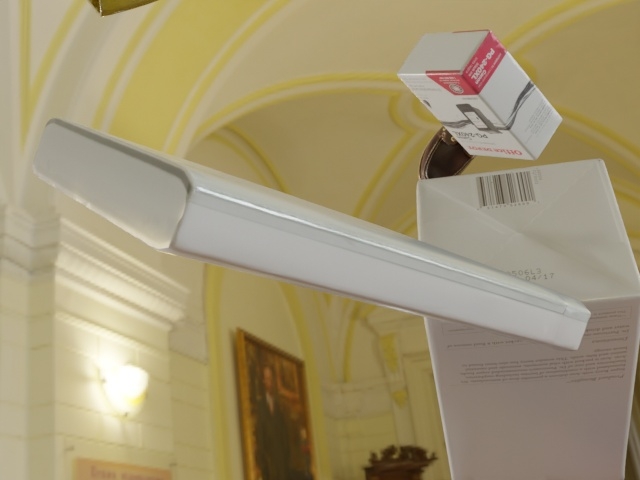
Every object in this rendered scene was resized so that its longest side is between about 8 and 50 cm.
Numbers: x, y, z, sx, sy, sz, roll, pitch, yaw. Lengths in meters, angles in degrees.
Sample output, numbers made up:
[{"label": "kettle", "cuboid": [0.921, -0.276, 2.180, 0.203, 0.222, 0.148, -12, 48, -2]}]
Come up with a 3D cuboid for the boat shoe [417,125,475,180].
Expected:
[{"label": "boat shoe", "cuboid": [0.227, -0.169, 1.268, 0.073, 0.207, 0.073, 34, -5, -6]}]

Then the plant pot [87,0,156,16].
[{"label": "plant pot", "cuboid": [-0.271, -0.476, 1.202, 0.187, 0.212, 0.212, -14, -52, -23]}]

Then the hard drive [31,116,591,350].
[{"label": "hard drive", "cuboid": [0.000, 0.000, 0.511, 0.308, 0.040, 0.203, 17, 4, -38]}]

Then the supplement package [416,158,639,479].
[{"label": "supplement package", "cuboid": [0.198, 0.093, 0.793, 0.178, 0.175, 0.293, -6, -46, 9]}]

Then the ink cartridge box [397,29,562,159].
[{"label": "ink cartridge box", "cuboid": [0.176, -0.157, 0.889, 0.150, 0.063, 0.109, 40, -13, -31]}]
